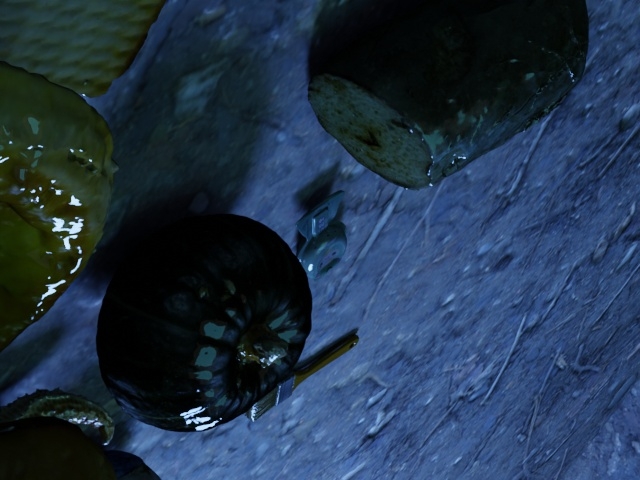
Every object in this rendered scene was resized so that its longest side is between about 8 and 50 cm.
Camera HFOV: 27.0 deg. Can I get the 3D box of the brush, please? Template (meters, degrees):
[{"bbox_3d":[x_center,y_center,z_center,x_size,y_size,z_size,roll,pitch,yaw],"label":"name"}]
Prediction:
[{"bbox_3d":[-0.017,0.148,1.488,0.170,0.014,0.043,-31,149,-34],"label":"brush"}]

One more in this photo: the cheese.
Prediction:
[{"bbox_3d":[0.000,0.000,1.289,0.067,0.026,0.121,-38,152,-20],"label":"cheese"}]

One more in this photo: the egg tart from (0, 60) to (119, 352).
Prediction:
[{"bbox_3d":[-0.267,-0.002,0.723,0.341,0.132,0.341,-32,160,-13],"label":"egg tart"}]

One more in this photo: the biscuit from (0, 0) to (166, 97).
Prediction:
[{"bbox_3d":[-0.180,-0.162,0.780,0.254,0.029,0.172,-4,131,-54],"label":"biscuit"}]

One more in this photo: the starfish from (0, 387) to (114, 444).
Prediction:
[{"bbox_3d":[-0.278,0.180,1.073,0.238,0.071,0.216,-21,150,-23],"label":"starfish"}]

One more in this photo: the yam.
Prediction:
[{"bbox_3d":[0.124,-0.148,1.145,0.254,0.154,0.154,-38,153,-25],"label":"yam"}]

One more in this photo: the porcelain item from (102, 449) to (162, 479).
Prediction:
[{"bbox_3d":[-0.215,0.340,1.257,0.186,0.138,0.288,-15,118,-34],"label":"porcelain item"}]

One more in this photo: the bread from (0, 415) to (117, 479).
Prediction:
[{"bbox_3d":[-0.303,0.243,0.860,0.337,0.148,0.328,-7,159,-30],"label":"bread"}]

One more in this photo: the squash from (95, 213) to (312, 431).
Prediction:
[{"bbox_3d":[-0.094,0.068,1.101,0.193,0.155,0.193,22,90,-81],"label":"squash"}]
